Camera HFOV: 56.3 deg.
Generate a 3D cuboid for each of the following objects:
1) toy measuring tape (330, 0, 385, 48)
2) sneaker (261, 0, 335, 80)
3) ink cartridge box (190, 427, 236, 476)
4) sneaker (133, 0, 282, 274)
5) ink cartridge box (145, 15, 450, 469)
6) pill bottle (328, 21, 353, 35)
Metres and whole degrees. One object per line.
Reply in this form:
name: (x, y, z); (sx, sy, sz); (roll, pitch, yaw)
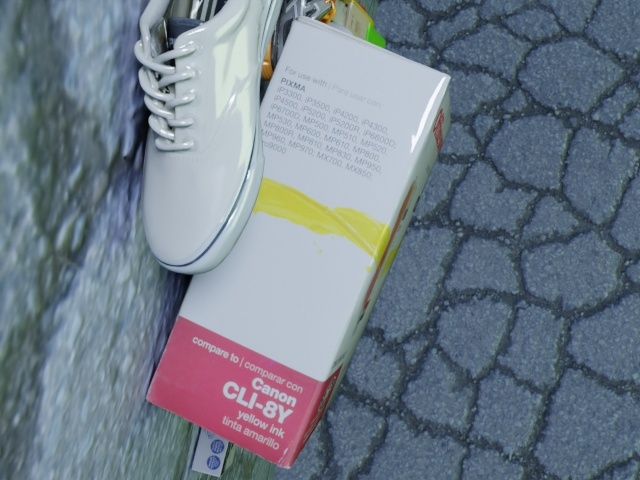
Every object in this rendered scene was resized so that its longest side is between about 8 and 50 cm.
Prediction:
toy measuring tape: (0.001, -0.337, 0.923); (0.330, 0.121, 0.122); (11, 92, -63)
sneaker: (-0.019, -0.291, 0.695); (0.084, 0.083, 0.215); (-59, 159, -71)
ink cartridge box: (-0.132, 0.226, 0.876); (0.097, 0.046, 0.207); (81, 22, -80)
sneaker: (-0.089, -0.106, 0.406); (0.091, 0.094, 0.259); (10, 87, -67)
ink cartridge box: (0.000, 0.000, 0.660); (0.279, 0.160, 0.385); (-6, 118, -78)
pill bottle: (-0.001, -0.208, 0.892); (0.215, 0.117, 0.117); (96, 7, -52)
